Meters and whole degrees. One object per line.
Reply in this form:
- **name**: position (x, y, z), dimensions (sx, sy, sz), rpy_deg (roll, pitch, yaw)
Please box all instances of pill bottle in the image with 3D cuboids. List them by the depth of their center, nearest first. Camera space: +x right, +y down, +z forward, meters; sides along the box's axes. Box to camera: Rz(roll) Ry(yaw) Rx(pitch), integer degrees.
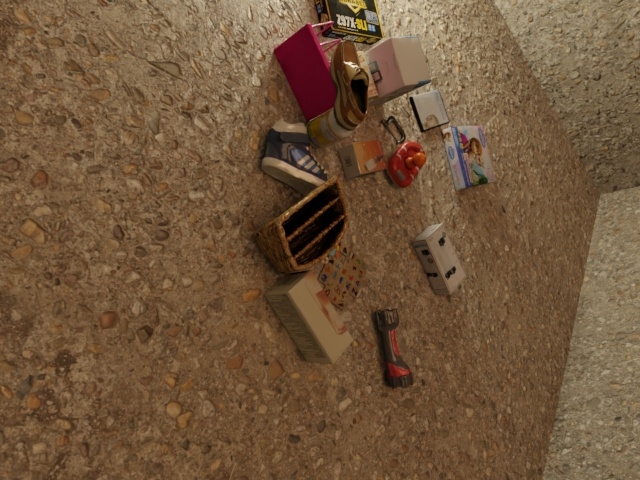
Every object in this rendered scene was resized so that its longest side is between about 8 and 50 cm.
- **pill bottle**: position (0.049, -0.427, 1.800), dimensions (0.118, 0.208, 0.117), rpy_deg (10, 75, -39)

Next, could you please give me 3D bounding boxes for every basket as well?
- **basket**: position (-0.031, -0.033, 1.603), dimensions (0.299, 0.223, 0.213), rpy_deg (-40, 98, -31)

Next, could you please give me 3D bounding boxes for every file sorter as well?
- **file sorter**: position (0.005, -0.640, 1.814), dimensions (0.182, 0.202, 0.290), rpy_deg (-36, 104, -41)

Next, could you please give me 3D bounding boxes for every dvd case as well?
- **dvd case**: position (0.547, -0.648, 2.401), dimensions (0.253, 0.022, 0.180), rpy_deg (-27, 98, -41)

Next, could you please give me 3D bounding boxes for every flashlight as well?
- **flashlight**: position (0.295, 0.424, 1.909), dimensions (0.103, 0.103, 0.303), rpy_deg (8, 73, -67)

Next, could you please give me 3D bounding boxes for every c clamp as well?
- **c clamp**: position (0.328, -0.496, 2.185), dimensions (0.160, 0.022, 0.137), rpy_deg (46, 50, -22)

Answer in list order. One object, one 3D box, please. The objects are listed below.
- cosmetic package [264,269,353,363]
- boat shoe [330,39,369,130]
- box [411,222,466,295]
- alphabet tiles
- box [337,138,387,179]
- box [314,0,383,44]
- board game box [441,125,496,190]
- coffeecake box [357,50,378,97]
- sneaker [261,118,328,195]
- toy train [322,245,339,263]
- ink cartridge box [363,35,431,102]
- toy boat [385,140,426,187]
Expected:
- **cosmetic package**: position (-0.038, 0.258, 1.622), dimensions (0.129, 0.153, 0.296), rpy_deg (-41, 109, -37)
- **boat shoe**: position (0.118, -0.544, 1.667), dimensions (0.123, 0.120, 0.323), rpy_deg (5, 75, -38)
- **box**: position (0.542, 0.088, 2.199), dimensions (0.169, 0.087, 0.289), rpy_deg (-38, 105, -39)
- **alphabet tiles**: position (0.085, 0.138, 1.847), dimensions (0.198, 0.009, 0.237), rpy_deg (41, 58, -28)
- **box**: position (0.173, -0.332, 1.966), dimensions (0.171, 0.091, 0.130), rpy_deg (-19, 93, -41)
- **box**: position (0.117, -0.993, 2.068), dimensions (0.322, 0.079, 0.257), rpy_deg (-11, 90, -42)
- **board game box**: position (0.783, -0.439, 2.531), dimensions (0.318, 0.066, 0.318), rpy_deg (-15, 91, -42)
- **coffeecake box**: position (0.136, -0.651, 1.967), dimensions (0.068, 0.142, 0.185), rpy_deg (-26, 98, -40)
- **sneaker**: position (-0.051, -0.306, 1.740), dimensions (0.323, 0.130, 0.236), rpy_deg (24, 70, -29)
- **toy train**: position (0.000, 0.000, 1.781), dimensions (0.125, 0.046, 0.166), rpy_deg (-27, 97, -37)
- **ink cartridge box**: position (0.276, -0.699, 2.013), dimensions (0.198, 0.270, 0.197), rpy_deg (-23, 98, -41)
- **toy boat**: position (0.401, -0.346, 2.125), dimensions (0.151, 0.151, 0.231), rpy_deg (52, 53, -21)
